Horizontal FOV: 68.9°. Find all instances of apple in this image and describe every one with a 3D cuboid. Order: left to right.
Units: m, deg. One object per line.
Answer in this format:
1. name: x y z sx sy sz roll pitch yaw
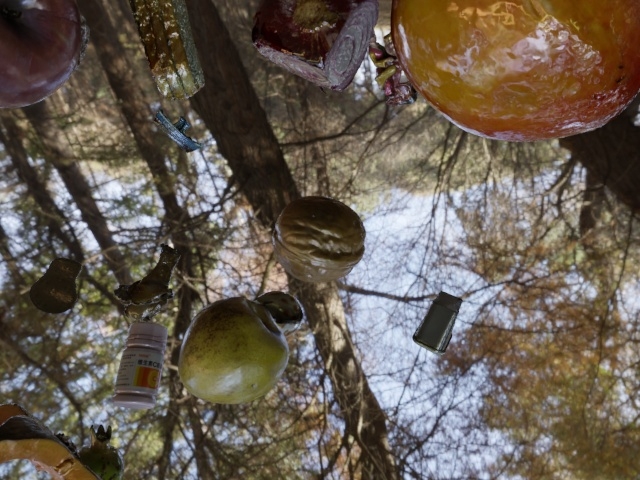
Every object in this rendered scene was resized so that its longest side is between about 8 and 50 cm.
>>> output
1. apple: -0.571 -0.382 0.796 0.235 0.305 0.305 5 -144 30

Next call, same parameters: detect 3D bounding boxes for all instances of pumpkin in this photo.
1. pumpkin: -0.526 0.417 0.896 0.290 0.258 0.095 -12 -149 51

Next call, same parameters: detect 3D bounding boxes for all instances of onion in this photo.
1. onion: -0.012 -0.423 0.895 0.207 0.206 0.216 28 -174 6

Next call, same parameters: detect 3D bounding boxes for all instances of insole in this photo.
1. insole: -0.685 0.111 1.225 0.109 0.007 0.322 20 -167 -24

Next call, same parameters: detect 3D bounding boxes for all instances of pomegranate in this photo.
1. pomegranate: -0.768 0.753 1.564 0.199 0.245 0.198 -16 -172 2

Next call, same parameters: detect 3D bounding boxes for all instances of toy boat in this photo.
1. toy boat: -0.355 -0.279 1.174 0.061 0.137 0.060 -46 -153 -3

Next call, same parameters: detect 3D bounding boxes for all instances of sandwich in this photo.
1. sandwich: -0.358 -0.471 1.128 0.095 0.248 0.273 -12 -156 -4

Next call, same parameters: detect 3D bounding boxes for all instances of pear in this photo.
1. pear: -0.163 0.206 0.852 0.198 0.197 0.197 -9 -148 6

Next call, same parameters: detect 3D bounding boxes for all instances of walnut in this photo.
1. walnut: 0.000 0.000 1.597 0.333 0.332 0.332 -9 -148 6

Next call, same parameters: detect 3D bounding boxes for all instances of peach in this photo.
1. peach: 0.218 -0.225 0.499 0.238 0.281 0.281 -48 -158 23

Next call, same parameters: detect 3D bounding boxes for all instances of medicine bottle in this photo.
1. medicine bottle: -0.569 0.398 1.484 0.134 0.133 0.249 -5 -120 13

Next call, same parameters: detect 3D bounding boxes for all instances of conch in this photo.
1. conch: -0.139 0.251 1.515 0.275 0.148 0.182 7 -145 -49

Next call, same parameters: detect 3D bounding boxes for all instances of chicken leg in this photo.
1. chicken leg: -0.405 0.107 1.142 0.125 0.080 0.196 38 -108 7

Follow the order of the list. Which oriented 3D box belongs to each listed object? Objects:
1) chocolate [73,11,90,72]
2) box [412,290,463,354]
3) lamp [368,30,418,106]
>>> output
1. chocolate: -0.626 -0.505 1.121 0.093 0.148 0.214 17 177 -15
2. box: 0.461 0.306 1.784 0.138 0.178 0.274 25 -165 16
3. lamp: 0.195 -0.488 1.271 0.119 0.253 0.118 -17 -139 16
